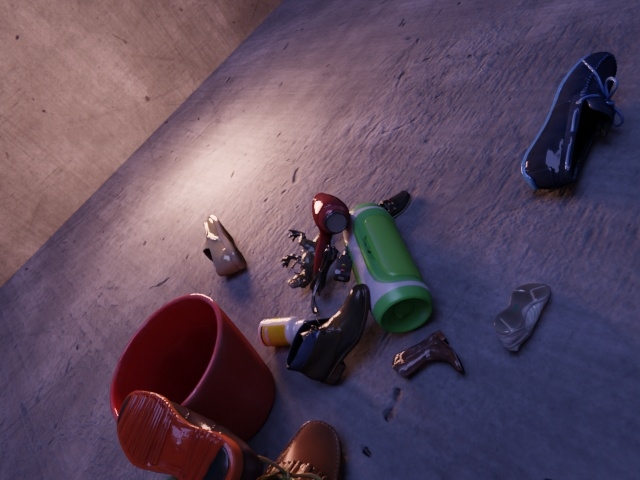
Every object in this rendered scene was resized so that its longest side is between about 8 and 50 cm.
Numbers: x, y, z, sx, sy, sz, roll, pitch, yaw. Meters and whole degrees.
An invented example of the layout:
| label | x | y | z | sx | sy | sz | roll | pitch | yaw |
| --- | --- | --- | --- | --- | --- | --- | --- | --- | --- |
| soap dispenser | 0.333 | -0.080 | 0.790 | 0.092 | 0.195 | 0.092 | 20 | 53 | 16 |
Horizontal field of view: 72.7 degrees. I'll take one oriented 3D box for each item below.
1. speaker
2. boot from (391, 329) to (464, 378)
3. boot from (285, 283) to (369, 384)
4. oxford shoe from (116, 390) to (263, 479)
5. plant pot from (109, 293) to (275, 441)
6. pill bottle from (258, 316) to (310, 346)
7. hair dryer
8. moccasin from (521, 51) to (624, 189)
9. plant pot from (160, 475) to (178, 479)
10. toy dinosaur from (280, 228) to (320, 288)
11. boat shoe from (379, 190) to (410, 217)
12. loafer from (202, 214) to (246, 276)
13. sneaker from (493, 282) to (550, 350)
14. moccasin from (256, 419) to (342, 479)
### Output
| label | x | y | z | sx | sy | sz | roll | pitch | yaw |
| --- | --- | --- | --- | --- | --- | --- | --- | --- | --- |
| speaker | 0.134 | 0.048 | 0.931 | 0.131 | 0.131 | 0.297 | -29 | 41 | 11 |
| boot | 0.191 | 0.226 | 0.790 | 0.114 | 0.037 | 0.106 | -31 | 27 | 4 |
| boot | 0.015 | 0.176 | 0.845 | 0.219 | 0.106 | 0.082 | -69 | 22 | 8 |
| oxford shoe | -0.206 | 0.304 | 0.656 | 0.271 | 0.098 | 0.097 | 12 | 72 | 34 |
| plant pot | -0.238 | 0.288 | 0.892 | 0.274 | 0.243 | 0.275 | -20 | 43 | 20 |
| pill bottle | -0.078 | 0.206 | 0.987 | 0.116 | 0.065 | 0.065 | -10 | 47 | 30 |
| hair dryer | 0.000 | 0.000 | 0.999 | 0.223 | 0.080 | 0.294 | 130 | 149 | -53 |
| moccasin | 0.551 | -0.242 | 0.902 | 0.117 | 0.137 | 0.342 | 15 | 75 | 59 |
| plant pot | -0.249 | 0.519 | 0.652 | 0.276 | 0.276 | 0.254 | -31 | 67 | 9 |
| toy dinosaur | -0.039 | 0.023 | 1.139 | 0.118 | 0.064 | 0.268 | 3 | 53 | 31 |
| boat shoe | 0.172 | -0.081 | 1.091 | 0.133 | 0.042 | 0.049 | -41 | 38 | -5 |
| loafer | -0.311 | 0.013 | 1.313 | 0.092 | 0.102 | 0.268 | -35 | 40 | -6 |
| sneaker | 0.351 | 0.129 | 0.755 | 0.152 | 0.061 | 0.053 | -36 | 28 | -28 |
| moccasin | -0.069 | 0.412 | 0.643 | 0.139 | 0.147 | 0.380 | 14 | 28 | 26 |
